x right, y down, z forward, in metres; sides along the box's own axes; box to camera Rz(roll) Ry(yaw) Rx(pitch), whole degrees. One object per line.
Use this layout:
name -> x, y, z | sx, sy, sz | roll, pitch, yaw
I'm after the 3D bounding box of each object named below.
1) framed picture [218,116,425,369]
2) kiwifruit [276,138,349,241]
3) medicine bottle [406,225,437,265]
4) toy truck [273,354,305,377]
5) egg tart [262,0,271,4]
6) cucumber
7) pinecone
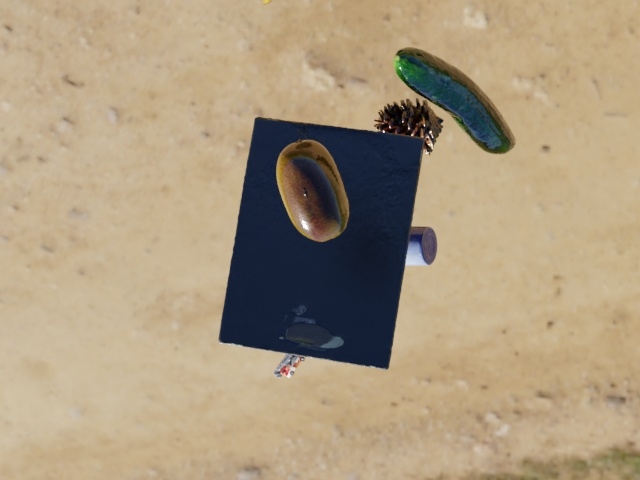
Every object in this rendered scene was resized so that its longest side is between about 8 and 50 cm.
framed picture -> 0.000, 0.000, 1.702 | 0.244, 0.324, 0.013 | 8, 175, 11
kiwifruit -> -0.009, -0.058, 1.446 | 0.075, 0.075, 0.125 | -9, 106, 27
medicine bottle -> 0.055, 0.007, 1.803 | 0.230, 0.059, 0.059 | 0, 138, 30
toy truck -> -0.047, 0.202, 2.090 | 0.032, 0.024, 0.083 | 28, 116, -14
egg tart -> -0.054, -0.411, 1.508 | 0.170, 0.215, 0.215 | 34, 137, -10
cucumber -> 0.165, -0.157, 1.427 | 0.056, 0.056, 0.284 | -13, 156, 30
pinecone -> 0.145, -0.190, 2.025 | 0.109, 0.102, 0.102 | 20, 141, 14
